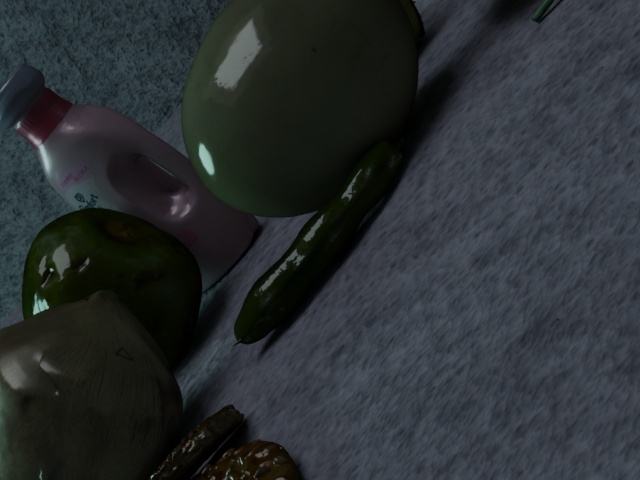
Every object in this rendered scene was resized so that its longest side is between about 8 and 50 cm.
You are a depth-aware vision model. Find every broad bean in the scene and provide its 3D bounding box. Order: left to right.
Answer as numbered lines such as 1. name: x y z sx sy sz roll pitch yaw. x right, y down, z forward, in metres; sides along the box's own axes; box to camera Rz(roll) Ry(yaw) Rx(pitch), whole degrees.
1. broad bean: 0.001 0.000 1.407 0.254 0.046 0.065 -51 6 -4

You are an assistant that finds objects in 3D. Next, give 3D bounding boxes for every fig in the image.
1. fig: -0.251 0.110 1.707 0.206 0.206 0.275 -90 19 -69

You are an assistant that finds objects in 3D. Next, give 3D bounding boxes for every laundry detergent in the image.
1. laundry detergent: -0.237 -0.077 1.774 0.159 0.335 0.088 -42 16 34

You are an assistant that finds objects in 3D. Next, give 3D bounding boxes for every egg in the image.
1. egg: -0.020 -0.147 1.492 0.269 0.219 0.219 -49 12 -17

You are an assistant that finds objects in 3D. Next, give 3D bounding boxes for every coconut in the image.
1. coconut: -0.229 0.155 1.449 0.224 0.224 0.224 -48 14 16

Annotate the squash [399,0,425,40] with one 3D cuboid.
1. squash: 0.028 -0.179 1.703 0.287 0.137 0.137 -67 17 -13

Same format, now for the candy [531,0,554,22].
1. candy: 0.244 -0.267 1.318 0.201 0.060 0.060 -52 11 32

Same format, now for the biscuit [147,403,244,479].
1. biscuit: -0.156 0.234 1.274 0.237 0.026 0.131 -49 -7 9

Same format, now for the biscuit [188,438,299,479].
1. biscuit: -0.120 0.269 1.112 0.305 0.038 0.305 -48 13 15
